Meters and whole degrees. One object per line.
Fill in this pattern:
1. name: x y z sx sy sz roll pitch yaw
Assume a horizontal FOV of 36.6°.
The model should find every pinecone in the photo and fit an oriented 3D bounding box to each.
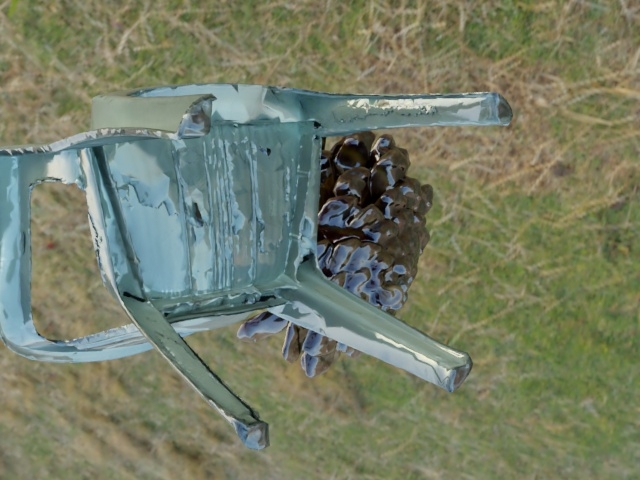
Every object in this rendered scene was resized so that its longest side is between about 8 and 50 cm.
1. pinecone: -0.002 -0.002 0.878 0.201 0.229 0.202 37 164 9

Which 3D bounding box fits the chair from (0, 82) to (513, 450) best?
1. chair: -0.061 0.007 0.545 0.275 0.203 0.190 14 107 53
